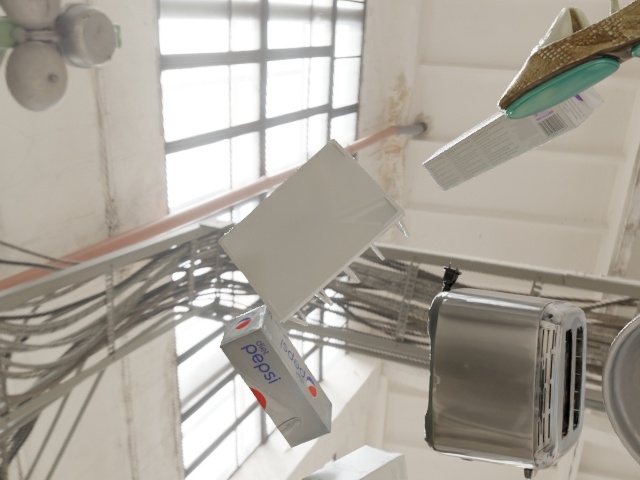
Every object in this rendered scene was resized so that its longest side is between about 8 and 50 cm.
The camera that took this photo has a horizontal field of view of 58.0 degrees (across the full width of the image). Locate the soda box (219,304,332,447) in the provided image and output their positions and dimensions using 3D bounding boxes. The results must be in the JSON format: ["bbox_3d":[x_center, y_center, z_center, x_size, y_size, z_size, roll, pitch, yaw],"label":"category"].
[{"bbox_3d":[-0.083,0.274,1.154,0.098,0.091,0.286,-24,-68,13],"label":"soda box"}]

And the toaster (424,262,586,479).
[{"bbox_3d":[0.207,0.142,0.644,0.146,0.129,0.227,2,-92,38],"label":"toaster"}]

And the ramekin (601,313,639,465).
[{"bbox_3d":[0.399,0.146,0.561,0.207,0.109,0.207,15,-70,45],"label":"ramekin"}]

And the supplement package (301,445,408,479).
[{"bbox_3d":[0.070,0.472,1.081,0.105,0.179,0.105,-7,-88,47],"label":"supplement package"}]

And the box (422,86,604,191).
[{"bbox_3d":[0.260,-0.149,0.842,0.067,0.063,0.324,51,-19,-3],"label":"box"}]

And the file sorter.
[{"bbox_3d":[0.000,0.000,1.063,0.277,0.173,0.193,-41,-113,1],"label":"file sorter"}]

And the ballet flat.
[{"bbox_3d":[0.234,-0.169,0.466,0.206,0.073,0.067,-22,-102,37],"label":"ballet flat"}]
